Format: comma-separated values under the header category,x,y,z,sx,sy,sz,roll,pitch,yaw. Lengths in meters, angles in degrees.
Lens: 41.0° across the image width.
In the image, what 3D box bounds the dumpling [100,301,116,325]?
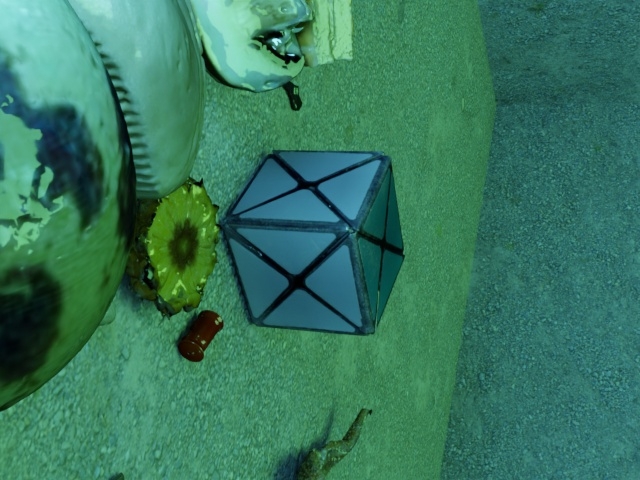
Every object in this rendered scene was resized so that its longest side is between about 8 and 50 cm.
category,x,y,z,sx,sy,sz,roll,pitch,yaw
dumpling,-0.294,0.084,1.126,0.077,0.043,0.059,13,58,-65

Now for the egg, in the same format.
category,x,y,z,sx,sy,sz,roll,pitch,yaw
egg,-0.317,-0.070,0.627,0.345,0.345,0.428,-31,111,-65

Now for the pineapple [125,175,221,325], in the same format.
category,x,y,z,sx,sy,sz,roll,pitch,yaw
pineapple,-0.222,0.007,1.251,0.225,0.076,0.225,4,90,-66

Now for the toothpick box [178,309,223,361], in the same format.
category,x,y,z,sx,sy,sz,roll,pitch,yaw
toothpick box,-0.193,0.155,1.382,0.083,0.047,0.047,-60,146,-50

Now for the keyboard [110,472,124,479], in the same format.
category,x,y,z,sx,sy,sz,roll,pitch,yaw
keyboard,-0.304,0.365,1.163,0.129,0.015,0.049,-29,114,-66

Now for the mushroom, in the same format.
category,x,y,z,sx,sy,sz,roll,pitch,yaw
mushroom,-0.141,-0.361,1.301,0.189,0.164,0.267,-39,124,-6

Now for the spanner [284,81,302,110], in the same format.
category,x,y,z,sx,sy,sz,roll,pitch,yaw
spanner,-0.075,-0.318,1.694,0.208,0.012,0.046,48,49,-61

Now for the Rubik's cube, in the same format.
category,x,y,z,sx,sy,sz,roll,pitch,yaw
Rubik's cube,0.000,0.000,1.581,0.259,0.254,0.260,-66,150,-45

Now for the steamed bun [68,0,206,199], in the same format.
category,x,y,z,sx,sy,sz,roll,pitch,yaw
steamed bun,-0.256,-0.232,0.900,0.383,0.247,0.236,63,38,-51

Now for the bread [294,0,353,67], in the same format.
category,x,y,z,sx,sy,sz,roll,pitch,yaw
bread,-0.055,-0.420,1.436,0.111,0.246,0.239,-16,111,-35

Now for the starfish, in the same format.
category,x,y,z,sx,sy,sz,roll,pitch,yaw
starfish,0.008,0.555,1.843,0.398,0.132,0.384,43,58,-80
